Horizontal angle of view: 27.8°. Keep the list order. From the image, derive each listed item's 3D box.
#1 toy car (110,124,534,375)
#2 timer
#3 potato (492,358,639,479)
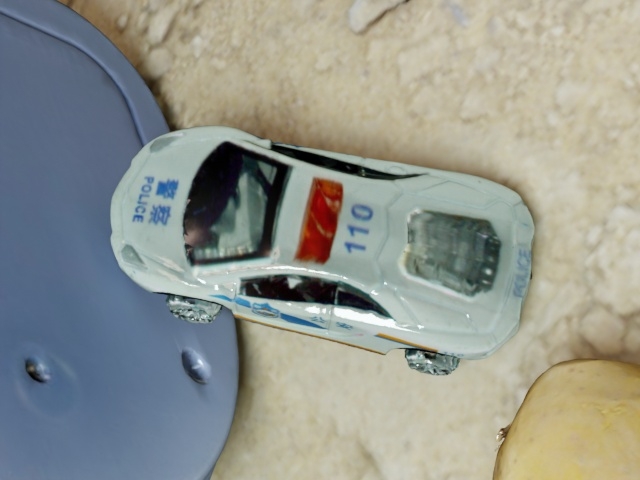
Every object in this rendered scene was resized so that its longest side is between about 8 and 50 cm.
[{"bbox_3d":[0.000,0.000,0.614,0.205,0.056,0.095,13,72,1],"label":"toy car"},{"bbox_3d":[-0.207,0.031,0.600,0.173,0.395,0.395,-32,63,22],"label":"timer"},{"bbox_3d":[0.148,0.119,0.504,0.178,0.118,0.109,30,131,22],"label":"potato"}]
